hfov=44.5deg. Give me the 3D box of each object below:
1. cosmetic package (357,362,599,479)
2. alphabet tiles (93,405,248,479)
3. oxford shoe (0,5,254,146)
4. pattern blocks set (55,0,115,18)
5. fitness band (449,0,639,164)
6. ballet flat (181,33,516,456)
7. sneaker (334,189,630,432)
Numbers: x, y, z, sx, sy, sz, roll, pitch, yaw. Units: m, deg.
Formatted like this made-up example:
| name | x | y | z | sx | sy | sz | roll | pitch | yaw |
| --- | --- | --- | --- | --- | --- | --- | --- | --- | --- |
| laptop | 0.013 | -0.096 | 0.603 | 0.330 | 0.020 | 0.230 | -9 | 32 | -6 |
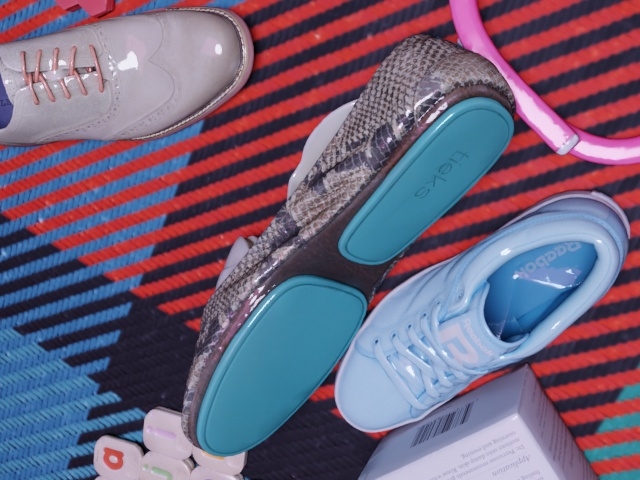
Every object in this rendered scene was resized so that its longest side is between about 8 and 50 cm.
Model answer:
| name | x | y | z | sx | sy | sz | roll | pitch | yaw |
| --- | --- | --- | --- | --- | --- | --- | --- | --- | --- |
| cosmetic package | 0.218 | 0.341 | 0.789 | 0.196 | 0.155 | 0.366 | -31 | 90 | 21 |
| alphabet tiles | -0.168 | 0.357 | 0.995 | 0.277 | 0.021 | 0.284 | 11 | 103 | 16 |
| oxford shoe | -0.266 | -0.169 | 0.866 | 0.396 | 0.146 | 0.141 | -12 | 95 | 20 |
| pattern blocks set | -0.359 | -0.427 | 0.916 | 0.324 | 0.026 | 0.286 | 20 | 105 | 15 |
| fitness band | 0.252 | -0.205 | 0.734 | 0.209 | 0.054 | 0.291 | -43 | 86 | 20 |
| ballet flat | 0.000 | 0.000 | 0.807 | 0.483 | 0.164 | 0.182 | -53 | 43 | 17 |
| sneaker | 0.137 | 0.081 | 0.772 | 0.366 | 0.150 | 0.135 | -44 | 83 | 20 |
